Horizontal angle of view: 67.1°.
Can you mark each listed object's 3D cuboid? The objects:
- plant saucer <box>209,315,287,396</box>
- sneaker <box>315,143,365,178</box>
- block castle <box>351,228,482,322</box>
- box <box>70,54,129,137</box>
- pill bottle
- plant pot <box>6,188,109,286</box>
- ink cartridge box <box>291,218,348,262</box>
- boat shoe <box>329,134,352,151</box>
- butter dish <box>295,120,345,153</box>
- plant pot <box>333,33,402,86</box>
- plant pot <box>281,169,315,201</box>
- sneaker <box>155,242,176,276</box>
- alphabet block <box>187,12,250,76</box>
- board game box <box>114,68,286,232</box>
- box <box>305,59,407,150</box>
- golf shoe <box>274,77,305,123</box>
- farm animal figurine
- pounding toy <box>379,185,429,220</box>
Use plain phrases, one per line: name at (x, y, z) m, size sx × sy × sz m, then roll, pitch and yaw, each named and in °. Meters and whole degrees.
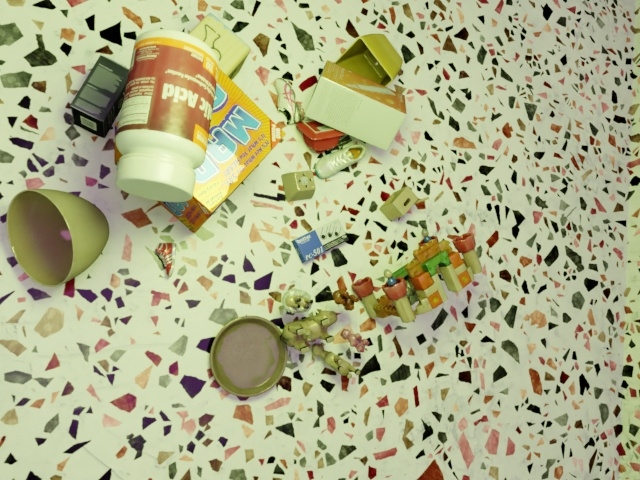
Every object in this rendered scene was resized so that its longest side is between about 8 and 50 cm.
plant saucer at (-0.250, 0.403, 1.690) m, size 0.278 × 0.041 × 0.277 m, roll 4°, pitch 81°, yaw -23°
sneaker at (0.077, -0.324, 1.925) m, size 0.229 × 0.092 × 0.087 m, roll -33°, pitch 97°, yaw -23°
block castle at (0.372, 0.115, 1.868) m, size 0.453 × 0.303 × 0.213 m, roll -29°, pitch 100°, yaw -24°
box at (-0.710, -0.467, 1.574) m, size 0.108 × 0.153 × 0.207 m, roll 26°, pitch 71°, yaw -17°
pill bottle at (-0.398, -0.313, 1.252) m, size 0.224 × 0.224 × 0.392 m, roll 10°, pitch 78°, yaw -22°
plant pot at (-0.754, -0.025, 1.443) m, size 0.191 × 0.284 × 0.284 m, roll -28°, pitch 94°, yaw -60°
ink cartridge box at (0.000, 0.000, 1.862) m, size 0.207 × 0.046 × 0.097 m, roll -26°, pitch 91°, yaw -25°
boat shoe at (0.080, -0.392, 1.964) m, size 0.125 × 0.046 × 0.038 m, roll -41°, pitch 94°, yaw -31°
butter dish at (0.000, -0.399, 1.896) m, size 0.160 × 0.160 × 0.118 m, roll -15°, pitch 131°, yaw -24°
plant pot at (0.213, -0.728, 2.001) m, size 0.212 × 0.212 × 0.187 m, roll 50°, pitch 54°, yaw -9°
plant pot at (-0.075, -0.216, 1.838) m, size 0.109 × 0.096 × 0.109 m, roll -10°, pitch 85°, yaw -25°
sneaker at (-0.526, 0.063, 1.625) m, size 0.067 × 0.042 × 0.118 m, roll 8°, pitch 71°, yaw -26°
alphabet block at (-0.395, -0.639, 1.717) m, size 0.192 × 0.193 × 0.197 m, roll 39°, pitch 69°, yaw -12°
board game box at (-0.401, -0.296, 1.566) m, size 0.356 × 0.356 × 0.356 m, roll 43°, pitch 68°, yaw -11°
box at (0.140, -0.522, 1.864) m, size 0.345 × 0.168 × 0.215 m, roll 22°, pitch 35°, yaw -9°
golf shoe at (-0.135, -0.544, 1.883) m, size 0.086 × 0.067 × 0.186 m, roll -31°, pitch 94°, yaw -23°
farm animal figurine at (0.003, 0.332, 1.745) m, size 0.327 × 0.172 × 0.330 m, roll 2°, pitch 92°, yaw -25°
pounding toy at (0.345, -0.153, 1.991) m, size 0.100 × 0.130 × 0.141 m, roll 47°, pitch 67°, yaw -10°
